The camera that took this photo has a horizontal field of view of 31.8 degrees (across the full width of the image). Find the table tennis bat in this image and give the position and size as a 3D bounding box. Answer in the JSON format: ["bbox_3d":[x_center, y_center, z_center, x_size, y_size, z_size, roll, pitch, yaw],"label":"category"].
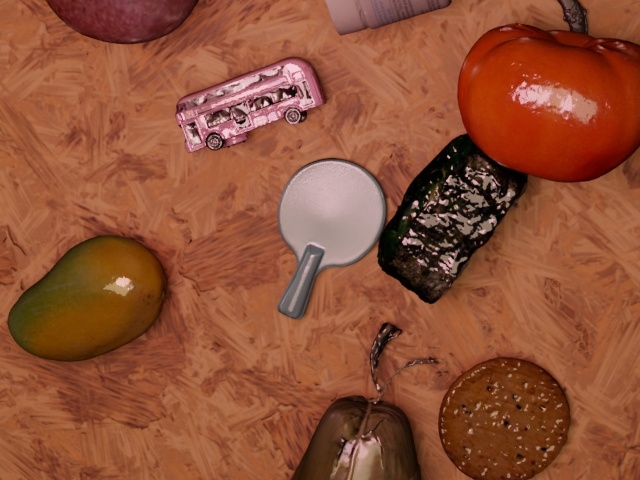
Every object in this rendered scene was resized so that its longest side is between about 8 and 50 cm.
[{"bbox_3d":[0.000,0.000,1.566,0.149,0.038,0.237,22,100,1],"label":"table tennis bat"}]

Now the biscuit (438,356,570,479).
[{"bbox_3d":[0.257,0.254,1.575,0.187,0.027,0.188,-1,101,-4],"label":"biscuit"}]

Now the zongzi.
[{"bbox_3d":[-0.032,0.354,1.577,0.418,0.181,0.447,-4,98,9],"label":"zongzi"}]

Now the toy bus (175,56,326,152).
[{"bbox_3d":[-0.096,-0.182,1.527,0.203,0.063,0.090,-20,96,9],"label":"toy bus"}]

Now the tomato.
[{"bbox_3d":[0.291,-0.169,1.383,0.259,0.260,0.180,13,107,5],"label":"tomato"}]

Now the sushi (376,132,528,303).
[{"bbox_3d":[0.168,-0.034,1.489,0.127,0.124,0.225,35,110,0],"label":"sushi"}]

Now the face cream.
[{"bbox_3d":[0.074,-0.360,1.405,0.153,0.177,0.177,-15,100,9],"label":"face cream"}]

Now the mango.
[{"bbox_3d":[-0.332,0.092,1.589,0.251,0.114,0.156,-32,103,12],"label":"mango"}]

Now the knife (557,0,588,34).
[{"bbox_3d":[0.289,-0.346,1.458,0.045,0.021,0.222,-32,97,16],"label":"knife"}]

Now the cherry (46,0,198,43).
[{"bbox_3d":[-0.259,-0.386,1.429,0.307,0.221,0.261,27,96,15],"label":"cherry"}]
